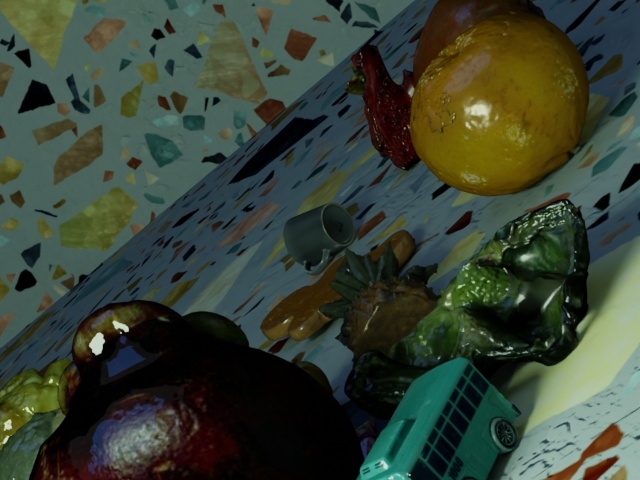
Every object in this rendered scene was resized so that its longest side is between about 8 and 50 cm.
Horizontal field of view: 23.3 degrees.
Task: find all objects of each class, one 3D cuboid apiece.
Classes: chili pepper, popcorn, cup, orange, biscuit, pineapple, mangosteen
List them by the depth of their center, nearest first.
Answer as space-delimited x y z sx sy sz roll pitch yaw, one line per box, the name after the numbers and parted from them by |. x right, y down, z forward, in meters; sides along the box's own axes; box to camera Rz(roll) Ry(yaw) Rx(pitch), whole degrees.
-0.108 0.197 1.298 0.297 0.313 0.297 -14 7 2 | mangosteen
0.149 0.079 1.410 0.264 0.116 0.148 -42 1 1 | chili pepper
0.068 0.083 1.629 0.277 0.119 0.130 -114 28 -79 | pineapple
0.208 -0.155 1.798 0.219 0.193 0.219 -35 -1 -1 | orange
0.019 0.072 1.985 0.250 0.036 0.165 -28 18 39 | biscuit
-0.395 0.287 2.210 0.235 0.181 0.217 -46 13 5 | popcorn
0.000 0.000 2.231 0.077 0.078 0.100 -26 54 41 | cup

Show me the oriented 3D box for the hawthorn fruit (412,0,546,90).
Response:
0.209 -0.241 2.151 0.251 0.199 0.199 -51 8 23 | hawthorn fruit

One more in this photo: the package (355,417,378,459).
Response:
0.035 0.202 1.497 0.059 0.029 0.083 -38 18 4 | package

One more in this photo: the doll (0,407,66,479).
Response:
-0.256 0.307 1.612 0.349 0.247 0.247 -53 5 31 | doll

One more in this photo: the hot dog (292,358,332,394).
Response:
-0.026 0.201 1.602 0.104 0.076 0.250 -59 3 18 | hot dog

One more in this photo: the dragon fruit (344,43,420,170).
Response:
0.104 -0.200 2.302 0.122 0.192 0.092 -18 17 31 | dragon fruit

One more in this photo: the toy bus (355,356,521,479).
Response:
0.090 0.177 1.255 0.079 0.092 0.160 -33 15 42 | toy bus
